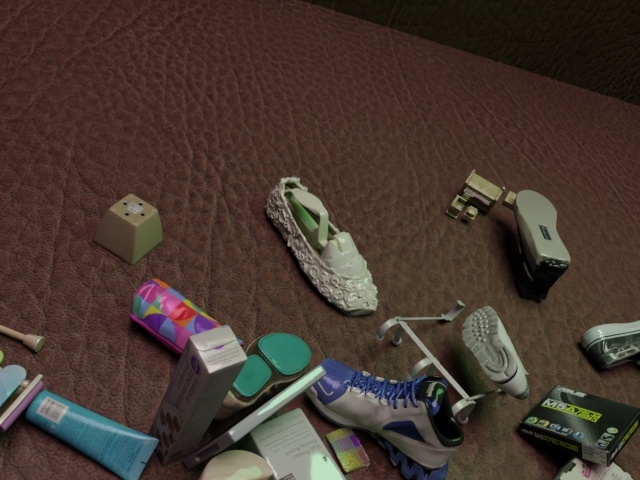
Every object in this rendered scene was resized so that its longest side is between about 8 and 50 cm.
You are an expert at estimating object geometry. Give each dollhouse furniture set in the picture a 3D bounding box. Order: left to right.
[{"bbox_3d":[0.489,-0.089,1.863,0.181,0.101,0.161,33,65,9],"label":"dollhouse furniture set"}]

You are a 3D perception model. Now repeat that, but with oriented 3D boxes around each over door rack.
[{"bbox_3d":[0.283,0.266,1.350,0.324,0.108,0.240,-4,46,-49],"label":"over door rack"}]

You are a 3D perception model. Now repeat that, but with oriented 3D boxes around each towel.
[{"bbox_3d":[0.051,0.392,1.156,0.060,0.009,0.083,-10,50,-33],"label":"towel"}]

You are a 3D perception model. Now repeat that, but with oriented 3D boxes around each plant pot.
[{"bbox_3d":[-0.407,-0.033,1.323,0.109,0.096,0.109,31,41,7],"label":"plant pot"}]

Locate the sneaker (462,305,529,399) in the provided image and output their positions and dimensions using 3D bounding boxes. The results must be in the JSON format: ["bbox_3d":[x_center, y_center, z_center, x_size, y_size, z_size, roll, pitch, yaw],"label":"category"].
[{"bbox_3d":[0.372,0.235,1.310,0.095,0.090,0.235,42,23,-25],"label":"sneaker"}]

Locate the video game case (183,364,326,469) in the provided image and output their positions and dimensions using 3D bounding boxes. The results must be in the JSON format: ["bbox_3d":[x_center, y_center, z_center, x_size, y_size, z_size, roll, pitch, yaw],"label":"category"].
[{"bbox_3d":[-0.110,0.298,1.038,0.212,0.193,0.023,-28,79,-43],"label":"video game case"}]

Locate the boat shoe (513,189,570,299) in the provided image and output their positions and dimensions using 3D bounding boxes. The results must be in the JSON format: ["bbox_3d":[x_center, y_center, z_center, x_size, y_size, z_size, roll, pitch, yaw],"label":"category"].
[{"bbox_3d":[0.588,0.010,1.728,0.127,0.158,0.341,13,39,-2],"label":"boat shoe"}]

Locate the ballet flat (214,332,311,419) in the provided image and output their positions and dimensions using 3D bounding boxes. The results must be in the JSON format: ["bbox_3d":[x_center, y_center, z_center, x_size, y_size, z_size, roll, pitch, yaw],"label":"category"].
[{"bbox_3d":[-0.123,0.246,1.133,0.108,0.106,0.316,51,19,14],"label":"ballet flat"}]

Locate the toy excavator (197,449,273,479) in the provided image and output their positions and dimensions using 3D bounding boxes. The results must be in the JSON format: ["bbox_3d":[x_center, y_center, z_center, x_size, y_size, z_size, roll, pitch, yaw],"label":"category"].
[{"bbox_3d":[-0.090,0.544,0.798,0.432,0.222,0.445,38,29,12],"label":"toy excavator"}]

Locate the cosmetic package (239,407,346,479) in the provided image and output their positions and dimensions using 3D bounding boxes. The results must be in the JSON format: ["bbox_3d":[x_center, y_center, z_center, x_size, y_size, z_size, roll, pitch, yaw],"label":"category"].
[{"bbox_3d":[-0.029,0.413,1.036,0.117,0.086,0.231,-15,53,-37],"label":"cosmetic package"}]

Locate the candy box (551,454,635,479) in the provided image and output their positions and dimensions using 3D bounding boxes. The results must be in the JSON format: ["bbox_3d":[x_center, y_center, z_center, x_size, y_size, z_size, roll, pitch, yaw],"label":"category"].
[{"bbox_3d":[0.577,0.533,1.216,0.159,0.071,0.233,-22,58,-42],"label":"candy box"}]

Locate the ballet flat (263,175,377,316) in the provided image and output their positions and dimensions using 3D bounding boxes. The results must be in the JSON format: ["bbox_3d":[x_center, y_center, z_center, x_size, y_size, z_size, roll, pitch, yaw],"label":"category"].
[{"bbox_3d":[0.000,0.000,1.464,0.146,0.147,0.409,-17,56,-39],"label":"ballet flat"}]

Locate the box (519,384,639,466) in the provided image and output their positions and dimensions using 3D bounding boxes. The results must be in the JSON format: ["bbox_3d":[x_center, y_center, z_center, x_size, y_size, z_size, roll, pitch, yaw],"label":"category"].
[{"bbox_3d":[0.552,0.386,1.309,0.184,0.045,0.190,-24,23,-40],"label":"box"}]

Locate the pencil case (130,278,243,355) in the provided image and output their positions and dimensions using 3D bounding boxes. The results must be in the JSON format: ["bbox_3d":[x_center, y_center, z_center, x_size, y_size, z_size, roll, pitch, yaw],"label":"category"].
[{"bbox_3d":[-0.256,0.172,1.176,0.236,0.105,0.104,34,41,13],"label":"pencil case"}]

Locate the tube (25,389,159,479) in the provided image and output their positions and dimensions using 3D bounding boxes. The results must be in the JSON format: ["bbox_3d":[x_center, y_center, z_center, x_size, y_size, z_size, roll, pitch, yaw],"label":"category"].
[{"bbox_3d":[-0.371,0.312,0.996,0.207,0.080,0.052,27,-4,3],"label":"tube"}]

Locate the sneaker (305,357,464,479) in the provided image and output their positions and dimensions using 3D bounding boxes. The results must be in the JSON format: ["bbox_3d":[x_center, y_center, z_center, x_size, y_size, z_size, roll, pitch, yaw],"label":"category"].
[{"bbox_3d":[0.143,0.301,1.160,0.315,0.182,0.127,35,33,10],"label":"sneaker"}]

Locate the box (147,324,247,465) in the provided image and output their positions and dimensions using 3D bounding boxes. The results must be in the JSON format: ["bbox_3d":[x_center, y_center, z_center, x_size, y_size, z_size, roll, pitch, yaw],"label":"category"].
[{"bbox_3d":[-0.197,0.246,0.947,0.067,0.324,0.063,-16,60,-37],"label":"box"}]

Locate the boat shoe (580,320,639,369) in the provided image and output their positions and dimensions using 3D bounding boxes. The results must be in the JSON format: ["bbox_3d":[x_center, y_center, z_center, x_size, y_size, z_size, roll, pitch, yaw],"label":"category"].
[{"bbox_3d":[0.835,0.279,1.607,0.334,0.121,0.119,-5,55,-16],"label":"boat shoe"}]

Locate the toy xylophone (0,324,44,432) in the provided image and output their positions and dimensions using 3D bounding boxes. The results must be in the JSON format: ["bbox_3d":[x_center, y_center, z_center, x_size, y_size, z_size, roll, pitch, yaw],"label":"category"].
[{"bbox_3d":[-0.600,0.190,0.995,0.322,0.081,0.236,21,40,-5],"label":"toy xylophone"}]
